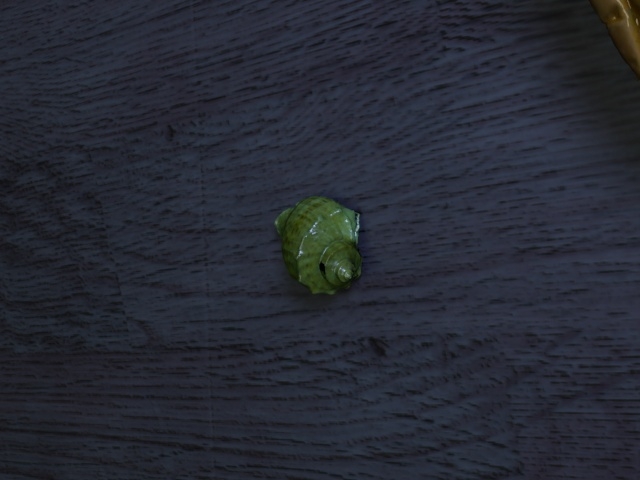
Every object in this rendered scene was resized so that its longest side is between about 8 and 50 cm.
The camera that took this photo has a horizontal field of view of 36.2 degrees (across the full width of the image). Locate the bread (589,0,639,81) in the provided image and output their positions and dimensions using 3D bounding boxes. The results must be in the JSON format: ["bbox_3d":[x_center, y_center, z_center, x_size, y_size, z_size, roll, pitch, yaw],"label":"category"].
[{"bbox_3d":[0.245,-0.237,0.606,0.288,0.156,0.204,58,162,7],"label":"bread"}]

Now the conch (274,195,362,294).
[{"bbox_3d":[0.000,0.000,0.948,0.089,0.074,0.121,-51,47,7],"label":"conch"}]
